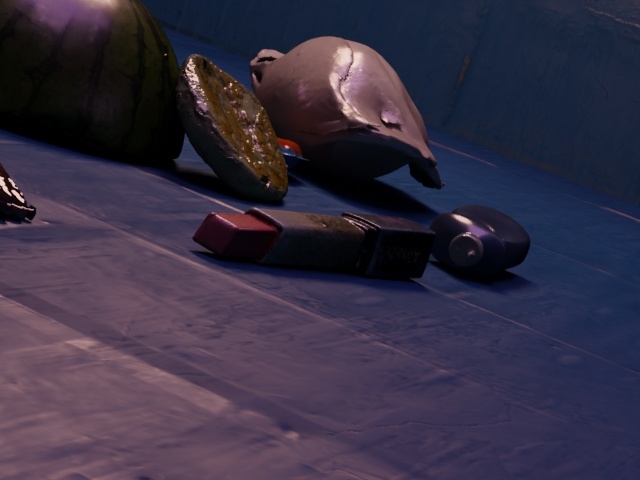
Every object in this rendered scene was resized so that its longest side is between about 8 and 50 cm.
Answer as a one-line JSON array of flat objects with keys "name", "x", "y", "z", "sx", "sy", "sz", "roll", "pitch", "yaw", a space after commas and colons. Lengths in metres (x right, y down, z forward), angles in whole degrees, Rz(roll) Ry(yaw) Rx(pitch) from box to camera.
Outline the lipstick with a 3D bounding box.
[{"name": "lipstick", "x": 0.000, "y": 0.000, "z": 1.559, "sx": 0.051, "sy": 0.051, "sz": 0.312, "roll": 27, "pitch": 12, "yaw": 33}]

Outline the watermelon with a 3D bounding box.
[{"name": "watermelon", "x": -0.286, "y": -0.214, "z": 1.864, "sx": 0.330, "sy": 0.189, "sz": 0.331, "roll": 13, "pitch": 10, "yaw": -2}]

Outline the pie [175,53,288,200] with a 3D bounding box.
[{"name": "pie", "x": -0.095, "y": -0.117, "z": 1.870, "sx": 0.187, "sy": 0.041, "sz": 0.187, "roll": 48, "pitch": 20, "yaw": -24}]

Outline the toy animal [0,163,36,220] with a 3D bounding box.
[{"name": "toy animal", "x": -0.398, "y": -0.110, "z": 1.302, "sx": 0.302, "sy": 0.225, "sz": 0.284, "roll": 10, "pitch": 21, "yaw": 42}]

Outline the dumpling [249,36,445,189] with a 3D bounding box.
[{"name": "dumpling", "x": 0.054, "y": -0.156, "z": 2.272, "sx": 0.260, "sy": 0.181, "sz": 0.341, "roll": 29, "pitch": -18, "yaw": -31}]

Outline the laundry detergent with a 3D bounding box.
[{"name": "laundry detergent", "x": 0.170, "y": 0.003, "z": 1.879, "sx": 0.096, "sy": 0.061, "sz": 0.206, "roll": 29, "pitch": 11, "yaw": 10}]

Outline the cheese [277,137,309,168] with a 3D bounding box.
[{"name": "cheese", "x": -0.098, "y": -0.124, "z": 2.156, "sx": 0.106, "sy": 0.037, "sz": 0.256, "roll": 15, "pitch": 3, "yaw": -33}]
